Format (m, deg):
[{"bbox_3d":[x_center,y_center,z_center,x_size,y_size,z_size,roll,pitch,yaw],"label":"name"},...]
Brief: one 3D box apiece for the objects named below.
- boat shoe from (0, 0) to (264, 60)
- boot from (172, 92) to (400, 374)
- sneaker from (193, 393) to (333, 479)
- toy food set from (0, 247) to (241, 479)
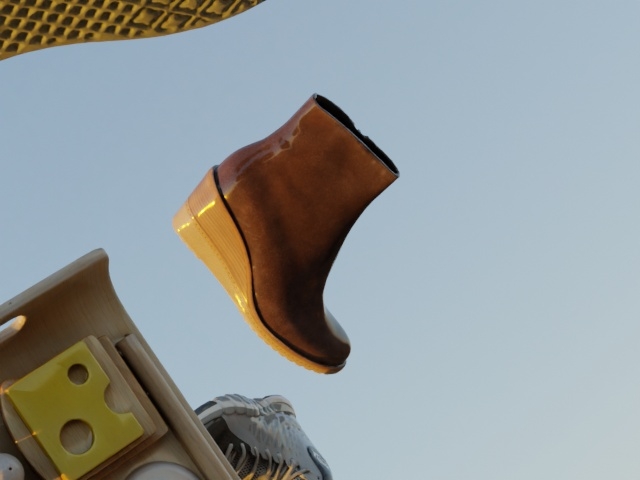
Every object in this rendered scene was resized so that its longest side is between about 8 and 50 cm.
[{"bbox_3d":[-0.212,-0.234,1.447,0.500,0.156,0.187,-16,-31,-1],"label":"boat shoe"},{"bbox_3d":[0.000,0.000,1.886,0.207,0.248,0.090,-37,19,20],"label":"boot"},{"bbox_3d":[-0.054,0.214,1.815,0.086,0.132,0.228,-51,-20,21],"label":"sneaker"},{"bbox_3d":[-0.154,0.183,1.318,0.219,0.306,0.092,-33,-2,-22],"label":"toy food set"}]
